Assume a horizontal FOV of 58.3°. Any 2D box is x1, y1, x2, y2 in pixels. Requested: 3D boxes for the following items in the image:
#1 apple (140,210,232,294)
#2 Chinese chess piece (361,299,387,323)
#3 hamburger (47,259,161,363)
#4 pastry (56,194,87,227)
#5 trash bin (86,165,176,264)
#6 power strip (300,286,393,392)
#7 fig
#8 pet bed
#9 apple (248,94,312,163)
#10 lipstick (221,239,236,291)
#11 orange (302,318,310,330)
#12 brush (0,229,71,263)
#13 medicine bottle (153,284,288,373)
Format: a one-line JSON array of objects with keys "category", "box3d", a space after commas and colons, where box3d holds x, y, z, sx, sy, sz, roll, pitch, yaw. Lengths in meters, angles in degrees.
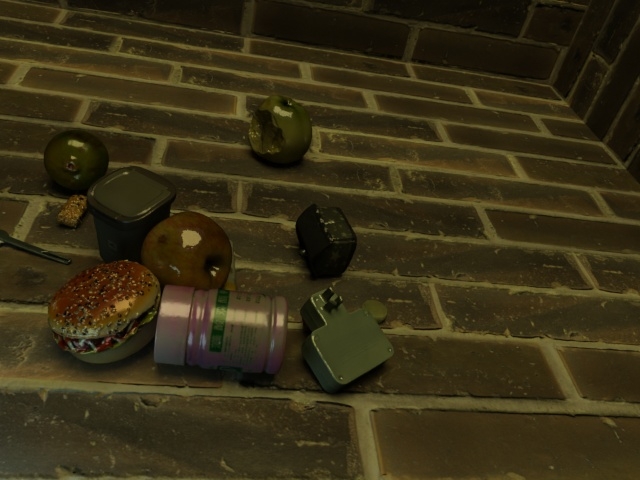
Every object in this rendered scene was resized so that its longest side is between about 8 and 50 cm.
[{"category": "apple", "box3d": [-0.377, 0.052, 1.659, 0.264, 0.264, 0.264, 8, 38, -7]}, {"category": "Chinese chess piece", "box3d": [0.168, 0.224, 1.800, 0.084, 0.034, 0.084, 10, 37, -8]}, {"category": "hamburger", "box3d": [-0.553, 0.174, 1.494, 0.300, 0.176, 0.300, -4, 39, 4]}, {"category": "pastry", "box3d": [-0.809, -0.101, 1.884, 0.080, 0.056, 0.140, 16, 35, -16]}, {"category": "trash bin", "box3d": [-0.570, -0.054, 1.743, 0.219, 0.250, 0.219, 29, 41, 18]}, {"category": "power strip", "box3d": [0.061, 0.255, 1.599, 0.229, 0.141, 0.261, -20, 69, -37]}, {"category": "fig", "box3d": [-0.837, -0.290, 1.993, 0.207, 0.207, 0.230, 14, 34, 0]}, {"category": "pet bed", "box3d": [0.000, 0.000, 1.911, 0.159, 0.183, 0.211, 0, 42, -26]}, {"category": "apple", "box3d": [-0.160, -0.453, 2.375, 0.279, 0.279, 0.279, 8, 38, -7]}, {"category": "lipstick", "box3d": [-0.295, 0.097, 1.794, 0.059, 0.059, 0.264, 3, 40, -14]}, {"category": "orange", "box3d": [-0.017, 0.236, 1.707, 0.086, 0.062, 0.086, 15, 48, -18]}, {"category": "brush", "box3d": [-0.880, 0.026, 1.737, 0.266, 0.027, 0.062, 19, 39, 1]}, {"category": "medicine bottle", "box3d": [-0.259, 0.234, 1.515, 0.325, 0.212, 0.212, 8, 38, -8]}]
